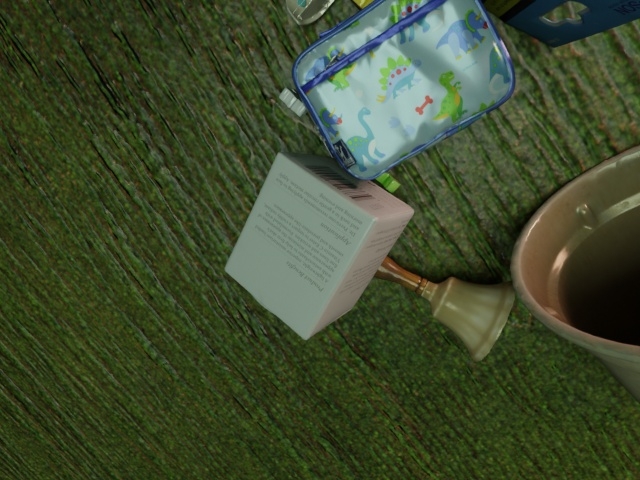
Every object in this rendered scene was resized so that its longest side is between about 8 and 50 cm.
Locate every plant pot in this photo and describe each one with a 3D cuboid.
[{"bbox_3d":[0.445,0.088,0.444,0.334,0.333,0.305,-33,111,19],"label":"plant pot"}]

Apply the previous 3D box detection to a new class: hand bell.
[{"bbox_3d":[0.142,0.065,0.598,0.242,0.126,0.126,26,112,13],"label":"hand bell"}]

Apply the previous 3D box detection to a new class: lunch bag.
[{"bbox_3d":[0.088,-0.187,0.467,0.219,0.090,0.176,-27,101,13],"label":"lunch bag"}]

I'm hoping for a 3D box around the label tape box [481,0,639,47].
[{"bbox_3d":[0.147,-0.329,0.369,0.348,0.249,0.115,30,112,-1],"label":"label tape box"}]

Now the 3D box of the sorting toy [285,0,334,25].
[{"bbox_3d":[-0.017,-0.331,0.513,0.083,0.045,0.075,-41,90,21],"label":"sorting toy"}]

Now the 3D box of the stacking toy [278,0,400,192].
[{"bbox_3d":[0.075,-0.190,0.537,0.221,0.052,0.167,41,111,-5],"label":"stacking toy"}]

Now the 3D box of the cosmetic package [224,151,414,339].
[{"bbox_3d":[0.000,0.000,0.543,0.151,0.151,0.183,38,114,19],"label":"cosmetic package"}]
